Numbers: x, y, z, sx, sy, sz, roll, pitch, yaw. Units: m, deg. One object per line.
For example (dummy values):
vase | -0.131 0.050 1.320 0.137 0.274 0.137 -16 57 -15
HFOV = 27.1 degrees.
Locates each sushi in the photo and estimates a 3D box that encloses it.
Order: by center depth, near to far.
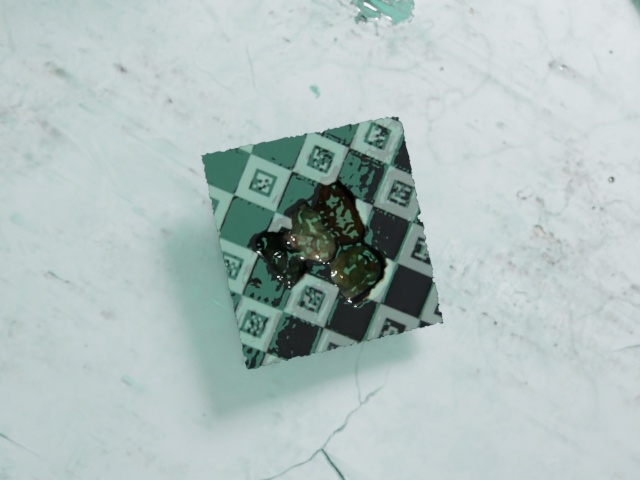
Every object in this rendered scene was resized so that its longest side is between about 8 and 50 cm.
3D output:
sushi | 0.000 0.000 1.424 0.219 0.047 0.231 -12 93 -10
